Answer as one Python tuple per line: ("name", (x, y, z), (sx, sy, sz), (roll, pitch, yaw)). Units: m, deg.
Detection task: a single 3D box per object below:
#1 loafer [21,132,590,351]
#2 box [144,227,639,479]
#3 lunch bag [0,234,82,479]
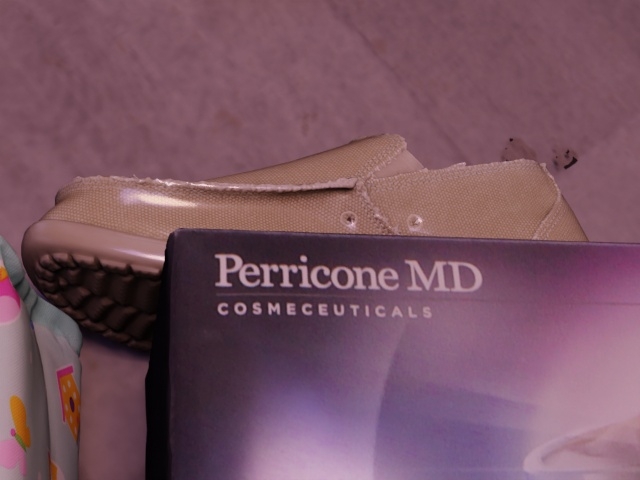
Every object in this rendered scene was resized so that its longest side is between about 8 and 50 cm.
("loafer", (0.000, 0.000, 0.635), (0.268, 0.102, 0.092), (6, 64, -17))
("box", (0.080, 0.161, 0.528), (0.296, 0.183, 0.294), (1, 65, -10))
("lunch bag", (-0.227, 0.123, 0.507), (0.262, 0.160, 0.223), (-3, 70, 1))
